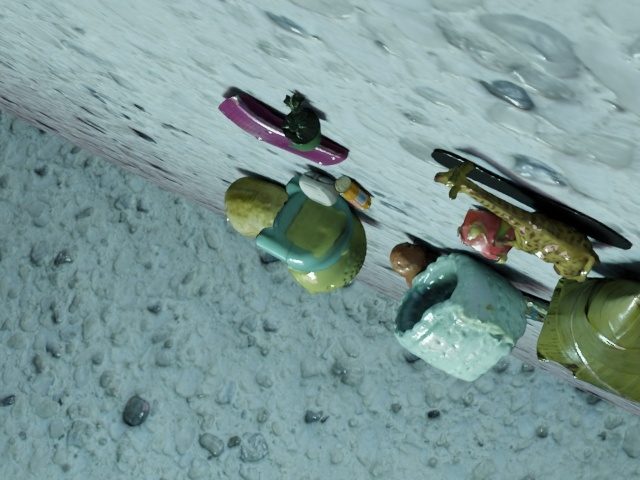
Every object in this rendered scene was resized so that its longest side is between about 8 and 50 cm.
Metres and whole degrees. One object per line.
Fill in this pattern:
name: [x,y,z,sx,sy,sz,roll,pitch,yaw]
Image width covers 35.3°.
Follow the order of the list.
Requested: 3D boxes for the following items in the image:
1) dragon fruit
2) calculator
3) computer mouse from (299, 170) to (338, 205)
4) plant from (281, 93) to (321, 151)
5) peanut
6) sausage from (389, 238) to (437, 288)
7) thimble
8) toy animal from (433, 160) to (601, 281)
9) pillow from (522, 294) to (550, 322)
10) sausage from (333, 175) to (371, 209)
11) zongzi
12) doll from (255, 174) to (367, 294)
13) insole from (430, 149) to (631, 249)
dragon fruit: [0.230,-0.004,1.345,0.083,0.056,0.060,30,175,-18]
calculator: [-0.055,-0.153,1.433,0.190,0.034,0.126,27,173,-11]
computer mouse: [0.000,-0.093,1.708,0.066,0.039,0.096,24,167,20]
plant: [-0.026,-0.146,1.249,0.051,0.051,0.102,25,169,16]
peanut: [-0.128,-0.066,2.133,0.129,0.129,0.224,30,172,-34]
sausage: [0.198,0.059,2.019,0.087,0.079,0.326,14,173,14]
thimble: [0.247,0.132,1.794,0.171,0.205,0.250,32,174,-13]
toy animal: [0.237,-0.014,1.163,0.149,0.054,0.275,26,178,37]
pillow: [0.424,0.138,1.959,0.255,0.034,0.189,20,174,41]
sausage: [0.057,-0.074,1.651,0.031,0.031,0.107,23,174,30]
zongzi: [0.446,0.137,1.267,0.273,0.145,0.300,23,169,-5]
doll: [0.000,0.000,1.904,0.161,0.177,0.261,25,170,17]
insole: [0.242,-0.047,1.152,0.253,0.005,0.086,26,174,2]
